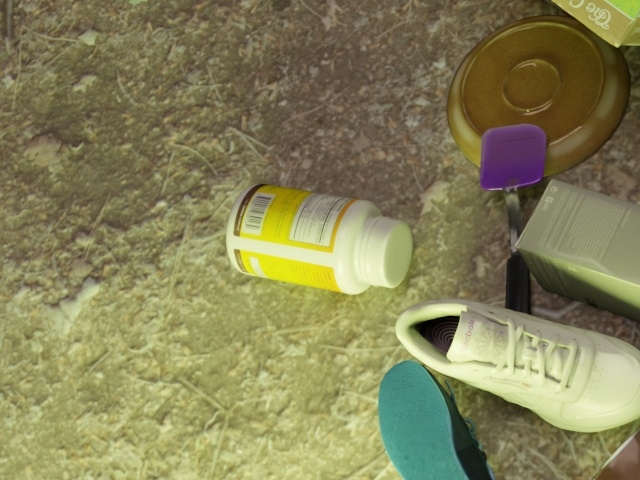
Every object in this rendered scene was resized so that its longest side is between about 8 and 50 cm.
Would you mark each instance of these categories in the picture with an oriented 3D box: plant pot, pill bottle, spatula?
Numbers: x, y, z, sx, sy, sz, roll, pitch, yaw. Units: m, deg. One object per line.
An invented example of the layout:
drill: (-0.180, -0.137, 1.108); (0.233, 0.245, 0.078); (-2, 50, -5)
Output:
plant pot: (0.267, -0.189, 2.009); (0.236, 0.032, 0.236); (-10, 60, 19)
pill bottle: (0.000, 0.000, 1.974); (0.215, 0.117, 0.117); (10, 69, 27)
spatula: (0.233, -0.004, 1.914); (0.084, 0.030, 0.296); (-8, 71, 22)

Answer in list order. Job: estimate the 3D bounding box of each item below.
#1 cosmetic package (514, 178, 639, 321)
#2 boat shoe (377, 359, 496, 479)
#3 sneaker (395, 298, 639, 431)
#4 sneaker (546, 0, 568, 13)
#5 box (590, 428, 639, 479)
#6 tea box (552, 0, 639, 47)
cosmetic package: (0.357, 0.026, 1.804); (0.238, 0.127, 0.107); (22, 74, 33)
boat shoe: (0.138, 0.258, 1.804); (0.109, 0.089, 0.258); (-31, 61, 22)
sneaker: (0.221, 0.137, 1.779); (0.305, 0.152, 0.114); (13, 86, 25)
sneaker: (0.302, -0.336, 2.050); (0.175, 0.067, 0.064); (22, 73, 29)
box: (0.444, 0.346, 1.594); (0.191, 0.143, 0.381); (-45, 58, -3)
tea box: (0.340, -0.437, 1.816); (0.329, 0.220, 0.323); (41, 117, 24)
